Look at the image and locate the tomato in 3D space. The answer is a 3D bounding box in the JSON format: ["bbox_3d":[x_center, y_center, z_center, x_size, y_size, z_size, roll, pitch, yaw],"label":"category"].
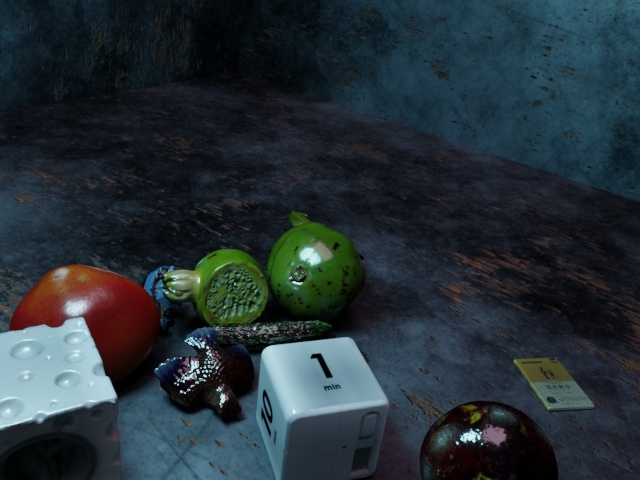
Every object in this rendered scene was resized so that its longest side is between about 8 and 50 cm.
[{"bbox_3d":[-0.485,0.172,1.330,0.298,0.227,0.299,9,29,-5],"label":"tomato"}]

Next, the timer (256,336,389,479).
[{"bbox_3d":[-0.003,0.320,1.200,0.194,0.193,0.195,-4,30,-20],"label":"timer"}]

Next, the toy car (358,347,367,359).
[{"bbox_3d":[0.066,0.274,1.481,0.093,0.025,0.041,-12,31,-38],"label":"toy car"}]

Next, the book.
[{"bbox_3d":[0.544,0.334,1.500,0.118,0.012,0.172,1,28,-14],"label":"book"}]

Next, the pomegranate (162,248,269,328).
[{"bbox_3d":[-0.254,0.120,1.540,0.240,0.190,0.159,-26,28,-22],"label":"pomegranate"}]

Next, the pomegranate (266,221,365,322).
[{"bbox_3d":[-0.006,0.079,1.619,0.254,0.255,0.270,19,15,22],"label":"pomegranate"}]

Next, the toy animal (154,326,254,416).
[{"bbox_3d":[-0.220,0.275,1.315,0.218,0.116,0.179,-5,29,-34],"label":"toy animal"}]

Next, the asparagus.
[{"bbox_3d":[0.001,0.000,1.925,0.082,0.085,0.343,-12,32,-38],"label":"asparagus"}]

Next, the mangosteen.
[{"bbox_3d":[0.281,0.405,1.063,0.231,0.232,0.289,10,20,4],"label":"mangosteen"}]

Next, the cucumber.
[{"bbox_3d":[-0.109,0.221,1.499,0.293,0.068,0.067,0,28,-18],"label":"cucumber"}]

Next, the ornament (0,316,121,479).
[{"bbox_3d":[-0.479,0.308,1.055,0.239,0.240,0.239,-10,32,-30],"label":"ornament"}]

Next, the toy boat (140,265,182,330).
[{"bbox_3d":[-0.381,0.128,1.557,0.097,0.100,0.223,-20,31,7],"label":"toy boat"}]
